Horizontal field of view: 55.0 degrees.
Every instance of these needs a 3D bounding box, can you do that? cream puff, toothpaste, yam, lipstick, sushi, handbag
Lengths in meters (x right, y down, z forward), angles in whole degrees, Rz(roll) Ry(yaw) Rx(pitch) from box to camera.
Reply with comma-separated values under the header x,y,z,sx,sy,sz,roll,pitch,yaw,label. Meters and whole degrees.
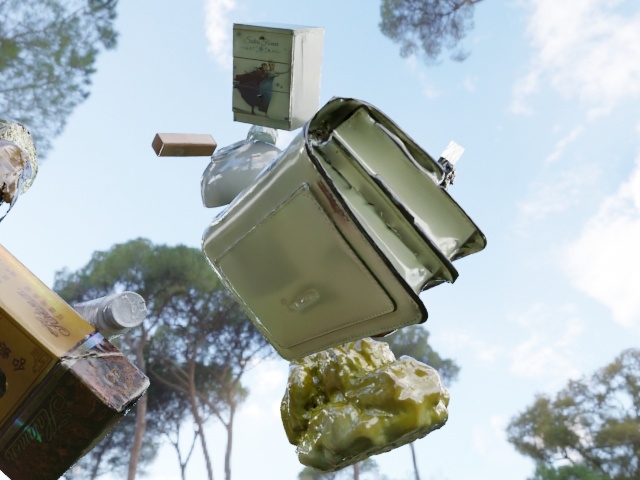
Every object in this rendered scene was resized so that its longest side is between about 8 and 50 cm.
x,y,z,sx,sy,sz,roll,pitch,yaw,label
0.078,0.298,1.219,0.291,0.257,0.324,-6,-29,-40,cream puff
-0.426,0.156,1.181,0.073,0.113,0.299,4,-17,-40,toothpaste
-0.794,-0.231,1.386,0.305,0.168,0.168,25,-34,1,yam
-0.313,-0.220,1.424,0.145,0.045,0.045,-8,-34,-44,lipstick
0.335,-0.159,1.699,0.219,0.047,0.231,-55,-16,14,sushi
0.000,0.000,0.781,0.236,0.160,0.359,48,-32,-6,handbag

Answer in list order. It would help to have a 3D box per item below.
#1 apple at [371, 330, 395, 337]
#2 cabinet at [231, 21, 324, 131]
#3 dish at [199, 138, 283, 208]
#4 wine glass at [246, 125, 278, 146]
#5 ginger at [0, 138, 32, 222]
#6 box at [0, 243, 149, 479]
x,y,z,sx,sy,sz,roll,pitch,yaw,label
0.084,0.094,1.084,0.147,0.146,0.130,-2,-49,0,apple
-0.094,-0.356,1.327,0.145,0.150,0.205,14,-66,22,cabinet
-0.164,-0.157,1.262,0.237,0.228,0.086,-19,-69,14,dish
-0.162,-0.292,1.734,0.093,0.202,0.093,14,-11,3,wine glass
-0.497,-0.001,0.828,0.107,0.309,0.133,23,-6,22,ginger
-0.515,0.192,1.002,0.415,0.116,0.264,44,-71,-1,box
